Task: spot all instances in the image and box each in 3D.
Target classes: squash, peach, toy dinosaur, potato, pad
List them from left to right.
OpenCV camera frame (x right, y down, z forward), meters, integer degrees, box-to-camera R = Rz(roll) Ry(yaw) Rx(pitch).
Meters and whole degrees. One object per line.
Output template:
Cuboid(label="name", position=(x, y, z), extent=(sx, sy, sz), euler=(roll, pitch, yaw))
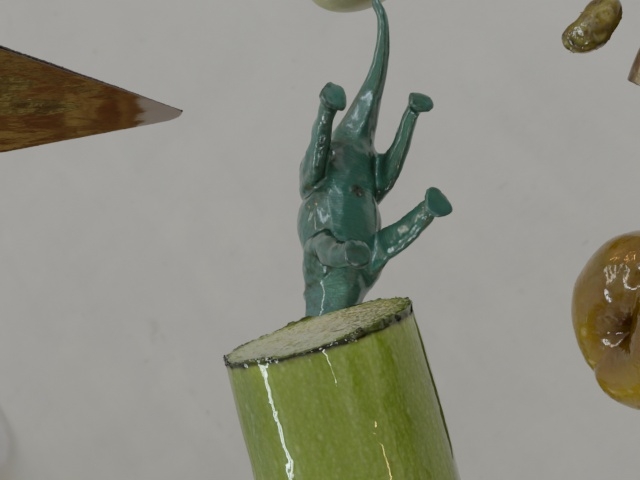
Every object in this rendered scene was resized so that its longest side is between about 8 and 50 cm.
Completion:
Cuboid(label="pad", position=(-0.208, -0.077, 0.655), extent=(0.181, 0.267, 0.004), euler=(-9, 83, 21))
Cuboid(label="toy dinosaur", position=(0.000, 0.000, 1.190), extent=(0.331, 0.129, 0.383), euler=(125, 152, -50))
Cuboid(label="squash", position=(0.030, 0.171, 0.749), extent=(0.132, 0.132, 0.247), euler=(-13, 94, 39))
Cuboid(label="potato", position=(0.321, -0.250, 1.368), extent=(0.046, 0.092, 0.045), euler=(51, 160, -22))
Cuboid(label="peach", position=(0.447, 0.113, 1.589), extent=(0.251, 0.153, 0.251), euler=(5, 96, 54))

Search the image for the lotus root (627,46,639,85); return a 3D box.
Cuboid(label="lotus root", position=(0.497, -0.255, 1.456), extent=(0.188, 0.199, 0.180), euler=(22, 118, 30))

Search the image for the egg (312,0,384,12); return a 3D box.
Cuboid(label="egg", position=(0.064, -0.485, 1.952), extent=(0.188, 0.254, 0.188), euler=(32, 153, 18))
